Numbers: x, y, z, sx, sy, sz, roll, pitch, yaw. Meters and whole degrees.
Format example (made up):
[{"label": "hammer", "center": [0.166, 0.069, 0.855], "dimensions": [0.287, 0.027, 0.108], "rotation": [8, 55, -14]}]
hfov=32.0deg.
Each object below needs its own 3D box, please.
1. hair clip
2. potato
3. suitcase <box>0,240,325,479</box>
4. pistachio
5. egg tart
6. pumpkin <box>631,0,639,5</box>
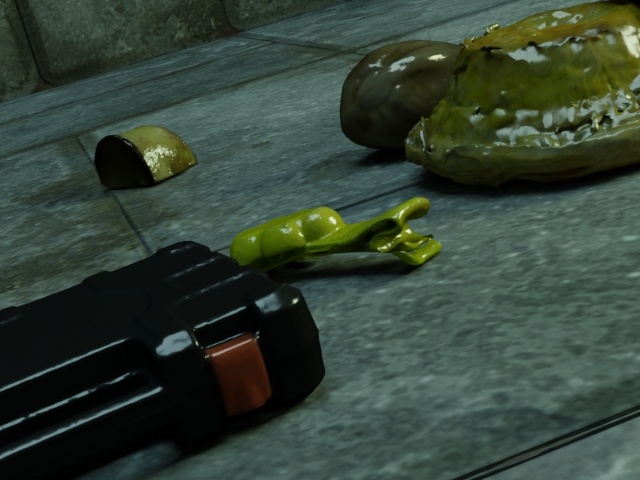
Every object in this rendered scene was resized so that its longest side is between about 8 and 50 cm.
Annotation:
[{"label": "hair clip", "center": [0.000, 0.000, 0.822], "dimensions": [0.173, 0.046, 0.072], "rotation": [-4, 15, 39]}, {"label": "potato", "center": [-0.204, -0.108, 1.341], "dimensions": [0.096, 0.066, 0.103], "rotation": [1, 21, 36]}, {"label": "suitcase", "center": [-0.160, 0.086, 0.643], "dimensions": [0.285, 0.066, 0.206], "rotation": [-21, 17, -20]}, {"label": "pistachio", "center": [0.103, -0.147, 1.133], "dimensions": [0.185, 0.126, 0.108], "rotation": [-19, 59, -26]}, {"label": "egg tart", "center": [0.209, -0.137, 0.969], "dimensions": [0.294, 0.116, 0.295], "rotation": [-14, 14, 4]}, {"label": "pumpkin", "center": [0.325, -0.250, 0.960], "dimensions": [0.254, 0.130, 0.149], "rotation": [34, 12, 22]}]
